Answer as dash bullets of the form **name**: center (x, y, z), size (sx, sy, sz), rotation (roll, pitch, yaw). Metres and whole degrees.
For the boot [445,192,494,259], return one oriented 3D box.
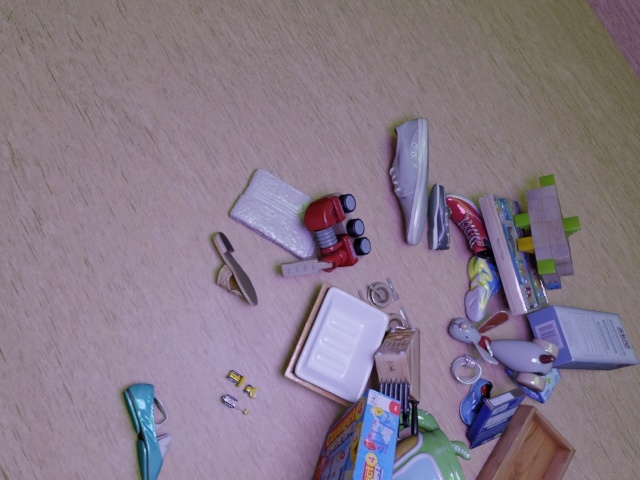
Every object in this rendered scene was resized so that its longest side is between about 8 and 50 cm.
- **boot**: center (0.509, -0.046, 1.471), size (0.244, 0.088, 0.176), rotation (38, 41, -8)

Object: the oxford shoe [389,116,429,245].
- **oxford shoe**: center (0.303, -0.202, 1.460), size (0.130, 0.169, 0.449), rotation (0, 80, 16)

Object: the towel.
- **towel**: center (-0.118, -0.079, 1.317), size (0.282, 0.049, 0.187), rotation (31, 67, -9)

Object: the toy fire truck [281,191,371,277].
- **toy fire truck**: center (0.000, 0.000, 1.247), size (0.246, 0.158, 0.217), rotation (-36, 111, -45)

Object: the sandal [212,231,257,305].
- **sandal**: center (-0.264, 0.096, 1.215), size (0.079, 0.088, 0.240), rotation (-30, 78, 7)

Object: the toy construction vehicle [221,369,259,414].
- **toy construction vehicle**: center (-0.221, 0.412, 1.152), size (0.098, 0.035, 0.086), rotation (34, 56, -10)

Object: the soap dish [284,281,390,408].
- **soap dish**: center (0.048, 0.299, 1.228), size (0.229, 0.118, 0.291), rotation (28, 68, -9)

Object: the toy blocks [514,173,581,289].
- **toy blocks**: center (0.826, -0.002, 1.527), size (0.261, 0.191, 0.381), rotation (42, 46, -45)

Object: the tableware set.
- **tableware set**: center (0.216, 0.221, 1.352), size (0.128, 0.039, 0.194), rotation (-21, 82, -23)

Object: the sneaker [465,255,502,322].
- **sneaker**: center (0.573, 0.171, 1.463), size (0.126, 0.091, 0.240), rotation (17, 69, -15)

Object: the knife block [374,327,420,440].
- **knife block**: center (0.231, 0.404, 1.200), size (0.275, 0.088, 0.242), rotation (-28, 109, -64)

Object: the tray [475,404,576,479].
- **tray**: center (0.612, 0.744, 1.323), size (0.203, 0.076, 0.411), rotation (47, 67, -2)

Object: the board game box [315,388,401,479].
- **board game box**: center (0.068, 0.559, 1.002), size (0.086, 0.308, 0.302), rotation (24, 42, -3)

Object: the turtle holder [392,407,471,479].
- **turtle holder**: center (0.279, 0.627, 1.152), size (0.227, 0.243, 0.320), rotation (-12, 88, -5)

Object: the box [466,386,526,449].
- **box**: center (0.529, 0.545, 1.303), size (0.136, 0.225, 0.036), rotation (-9, 37, -24)

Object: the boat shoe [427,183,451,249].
- **boat shoe**: center (0.412, -0.080, 1.467), size (0.068, 0.081, 0.228), rotation (2, 91, -5)

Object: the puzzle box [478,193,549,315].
- **puzzle box**: center (0.681, 0.047, 1.493), size (0.272, 0.052, 0.409), rotation (2, 72, -49)

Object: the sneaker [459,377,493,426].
- **sneaker**: center (0.496, 0.508, 1.348), size (0.063, 0.073, 0.162), rotation (33, 67, -8)

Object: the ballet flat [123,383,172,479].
- **ballet flat**: center (-0.411, 0.470, 1.043), size (0.087, 0.083, 0.247), rotation (-10, 80, -36)

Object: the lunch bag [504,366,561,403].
- **lunch bag**: center (0.721, 0.446, 1.433), size (0.129, 0.096, 0.151), rotation (-40, 80, -25)

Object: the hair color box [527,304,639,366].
- **hair color box**: center (0.903, 0.340, 1.466), size (0.374, 0.113, 0.185), rotation (10, 58, -26)

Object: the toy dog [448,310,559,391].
- **toy dog**: center (0.575, 0.334, 1.314), size (0.333, 0.161, 0.220), rotation (4, 64, 8)
